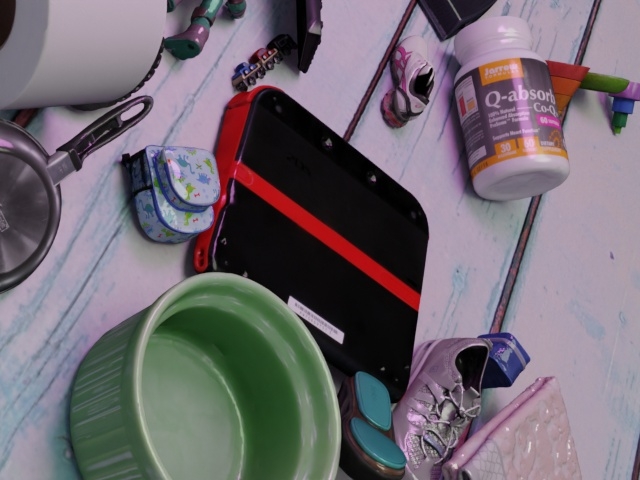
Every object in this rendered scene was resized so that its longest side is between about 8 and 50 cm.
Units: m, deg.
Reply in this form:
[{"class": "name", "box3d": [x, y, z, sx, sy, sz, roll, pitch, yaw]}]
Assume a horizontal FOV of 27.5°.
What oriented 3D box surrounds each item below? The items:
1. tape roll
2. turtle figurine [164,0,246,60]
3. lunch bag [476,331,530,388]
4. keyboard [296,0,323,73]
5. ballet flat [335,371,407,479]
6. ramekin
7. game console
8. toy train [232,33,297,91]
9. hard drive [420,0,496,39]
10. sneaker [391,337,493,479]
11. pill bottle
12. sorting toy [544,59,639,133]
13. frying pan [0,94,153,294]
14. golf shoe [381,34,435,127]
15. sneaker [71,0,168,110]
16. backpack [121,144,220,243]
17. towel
[{"class": "tape roll", "box3d": [-0.310, -0.266, 1.426, 0.169, 0.246, 0.246, -14, 82, -50]}, {"class": "turtle figurine", "box3d": [-0.151, -0.361, 1.762, 0.175, 0.118, 0.234, 47, 49, -22]}, {"class": "lunch bag", "box3d": [0.262, 0.178, 1.966, 0.065, 0.098, 0.067, -44, 108, -30]}, {"class": "keyboard", "box3d": [-0.013, -0.423, 1.897, 0.033, 0.201, 0.317, 1, 65, -7]}, {"class": "ballet flat", "box3d": [0.051, 0.255, 1.612, 0.095, 0.096, 0.280, 34, 12, -6]}, {"class": "ramekin", "box3d": [-0.133, 0.201, 1.466, 0.303, 0.148, 0.303, 24, 55, -39]}, {"class": "game console", "box3d": [0.000, 0.000, 1.793, 0.386, 0.060, 0.342, 36, 49, -31]}, {"class": "toy train", "box3d": [-0.080, -0.255, 1.850, 0.036, 0.027, 0.158, 53, 40, -10]}, {"class": "hard drive", "box3d": [0.244, -0.467, 2.299, 0.172, 0.054, 0.255, 58, 40, -9]}, {"class": "sneaker", "box3d": [0.164, 0.232, 1.808, 0.105, 0.115, 0.281, 44, 44, -25]}, {"class": "pill bottle", "box3d": [0.309, -0.218, 2.162, 0.162, 0.162, 0.278, 10, 65, -46]}, {"class": "sorting toy", "box3d": [0.499, -0.259, 2.472, 0.365, 0.127, 0.126, 4, 98, -50]}, {"class": "frying pan", "box3d": [-0.302, -0.041, 1.399, 0.326, 0.053, 0.197, -12, 107, -38]}, {"class": "golf shoe", "box3d": [0.155, -0.261, 2.072, 0.067, 0.086, 0.186, 37, 46, -29]}, {"class": "sneaker", "box3d": [-0.253, -0.287, 1.616, 0.109, 0.130, 0.286, 46, 62, -49]}, {"class": "backpack", "box3d": [-0.176, -0.059, 1.599, 0.105, 0.084, 0.114, 2, 73, -46]}, {"class": "towel", "box3d": [0.297, 0.402, 1.863, 0.317, 0.053, 0.332, -28, 108, -51]}]
